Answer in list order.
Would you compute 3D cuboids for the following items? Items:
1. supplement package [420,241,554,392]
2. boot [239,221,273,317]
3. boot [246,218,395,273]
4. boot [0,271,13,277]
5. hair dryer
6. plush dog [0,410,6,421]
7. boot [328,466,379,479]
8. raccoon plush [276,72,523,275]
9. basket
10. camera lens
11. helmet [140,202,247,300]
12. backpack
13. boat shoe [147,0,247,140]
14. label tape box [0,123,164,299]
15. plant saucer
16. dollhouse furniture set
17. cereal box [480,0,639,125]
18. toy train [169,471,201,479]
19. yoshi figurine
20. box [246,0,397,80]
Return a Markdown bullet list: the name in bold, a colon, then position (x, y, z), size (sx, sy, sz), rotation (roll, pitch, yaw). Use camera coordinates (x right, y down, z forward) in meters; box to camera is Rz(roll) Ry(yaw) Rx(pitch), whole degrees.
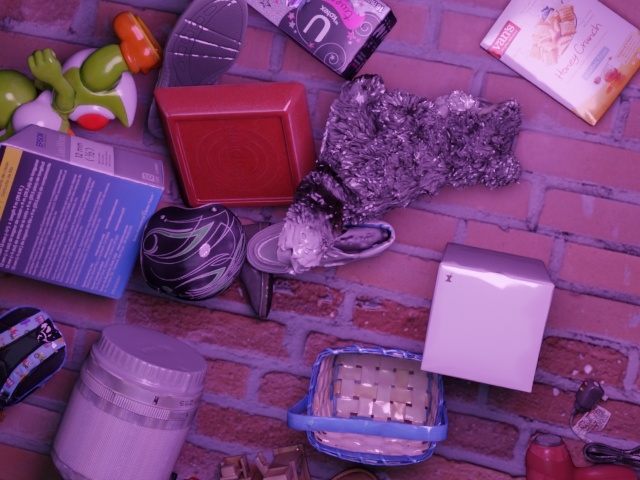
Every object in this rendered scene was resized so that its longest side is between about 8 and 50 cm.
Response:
- **supplement package**: position (0.270, 0.116, 1.700), size (0.178, 0.293, 0.175), rotation (11, 97, 8)
- **boot**: position (-0.191, 0.048, 1.876), size (0.209, 0.076, 0.189), rotation (-2, 82, 2)
- **boot**: position (0.000, 0.000, 1.786), size (0.258, 0.123, 0.095), rotation (-10, 86, -5)
- **boot**: position (-0.606, -0.077, 1.937), size (0.207, 0.090, 0.248), rotation (27, 101, 17)
- **hair dryer**: position (0.465, 0.409, 1.810), size (0.224, 0.080, 0.293), rotation (39, 101, 2)
- **plush dog**: position (-0.711, 0.301, 1.907), size (0.211, 0.225, 0.262), rotation (33, 100, 4)
- **boot**: position (-0.005, 0.537, 1.881), size (0.112, 0.115, 0.305), rotation (43, 99, 4)
- **raccoon plush**: position (0.150, -0.078, 1.675), size (0.299, 0.216, 0.446), rotation (11, 58, 18)
- **basket**: position (0.095, 0.279, 1.746), size (0.255, 0.289, 0.201), rotation (5, 92, 11)
- **camera lens**: position (-0.341, 0.312, 1.853), size (0.219, 0.219, 0.274), rotation (23, 99, 6)
- **helmet**: position (-0.207, 0.019, 1.769), size (0.162, 0.169, 0.169), rotation (1, 96, 18)
- **backpack**: position (-0.552, 0.203, 1.927), size (0.173, 0.117, 0.158), rotation (-36, 91, 1)
- **boat shoe**: position (-0.213, -0.309, 1.760), size (0.118, 0.103, 0.320), rotation (11, 134, -19)
- **label tape box**: position (-0.472, -0.060, 1.787), size (0.348, 0.115, 0.249), rotation (16, 119, -19)
- **plant saucer**: position (-0.140, -0.149, 1.787), size (0.259, 0.047, 0.258), rotation (-1, 133, 9)
- **dollhouse furniture set**: position (-0.110, 0.448, 1.851), size (0.161, 0.182, 0.101), rotation (-12, 94, 10)
- **cereal box**: position (0.414, -0.330, 1.753), size (0.240, 0.047, 0.173), rotation (36, 100, 4)
- **toy train**: position (-0.239, 0.461, 1.953), size (0.158, 0.027, 0.036), rotation (16, 88, 7)
- **yoshi figurine**: position (-0.460, -0.279, 1.817), size (0.362, 0.203, 0.203), rotation (-36, 47, 4)
- **box**: position (-0.013, -0.397, 1.754), size (0.247, 0.163, 0.142), rotation (38, 99, 4)
